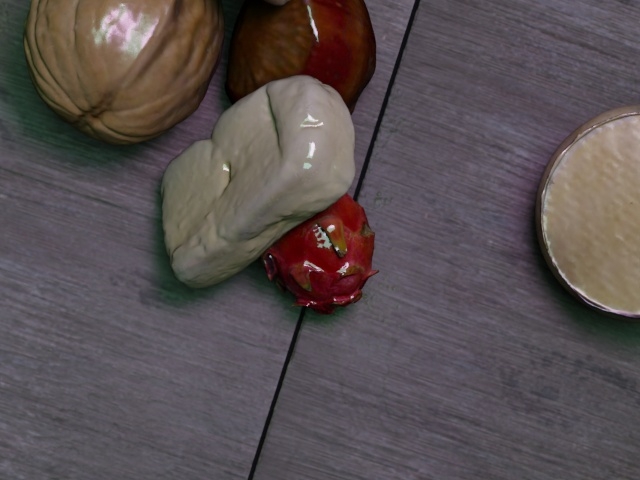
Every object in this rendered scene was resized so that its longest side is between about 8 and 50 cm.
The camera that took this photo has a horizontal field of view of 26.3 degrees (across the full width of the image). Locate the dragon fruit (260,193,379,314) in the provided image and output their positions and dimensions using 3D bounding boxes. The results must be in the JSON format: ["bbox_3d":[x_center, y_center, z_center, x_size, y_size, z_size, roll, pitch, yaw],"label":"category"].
[{"bbox_3d":[0.000,0.000,1.566,0.136,0.133,0.166,1,82,-1],"label":"dragon fruit"}]

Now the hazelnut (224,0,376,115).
[{"bbox_3d":[-0.027,-0.217,1.598,0.170,0.160,0.202,30,115,10],"label":"hazelnut"}]

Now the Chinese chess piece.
[{"bbox_3d":[0.379,-0.031,1.596,0.257,0.104,0.257,1,95,14],"label":"Chinese chess piece"}]

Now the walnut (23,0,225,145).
[{"bbox_3d":[-0.216,-0.235,1.532,0.225,0.225,0.261,17,61,-5],"label":"walnut"}]

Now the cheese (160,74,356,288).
[{"bbox_3d":[-0.072,-0.067,1.515,0.263,0.093,0.159,-38,53,27],"label":"cheese"}]

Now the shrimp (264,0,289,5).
[{"bbox_3d":[-0.114,-0.345,1.533,0.178,0.289,0.075,25,121,-23],"label":"shrimp"}]
